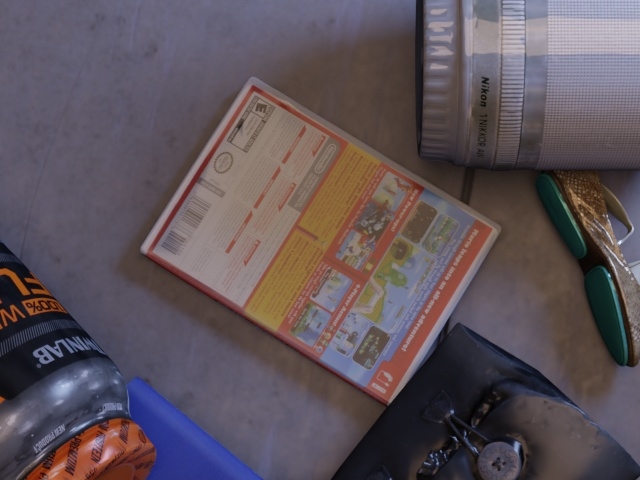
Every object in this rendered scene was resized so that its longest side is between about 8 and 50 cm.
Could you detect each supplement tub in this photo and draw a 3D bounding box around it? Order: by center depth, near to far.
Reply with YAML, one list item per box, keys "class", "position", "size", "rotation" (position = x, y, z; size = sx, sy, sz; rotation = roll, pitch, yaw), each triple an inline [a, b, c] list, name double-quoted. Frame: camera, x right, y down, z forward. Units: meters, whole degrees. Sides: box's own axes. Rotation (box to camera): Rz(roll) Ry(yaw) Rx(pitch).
- class: "supplement tub"
  position: [-0.312, 0.117, 1.430]
  size: [0.207, 0.207, 0.338]
  rotation: [-44, 74, -5]

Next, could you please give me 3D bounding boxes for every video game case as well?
- class: "video game case"
  position: [0.000, 0.000, 1.555]
  size: [0.285, 0.025, 0.204]
  rotation: [32, 83, 6]

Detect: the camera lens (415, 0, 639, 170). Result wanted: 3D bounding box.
- class: "camera lens"
  position: [0.226, -0.173, 1.478]
  size: [0.274, 0.219, 0.220]
  rotation: [0, 81, 1]

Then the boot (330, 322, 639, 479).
- class: "boot"
  position: [0.126, 0.347, 1.433]
  size: [0.367, 0.146, 0.445]
  rotation: [40, 81, 14]

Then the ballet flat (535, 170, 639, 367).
- class: "ballet flat"
  position: [0.272, 0.015, 1.528]
  size: [0.067, 0.073, 0.206]
  rotation: [-20, 85, -16]

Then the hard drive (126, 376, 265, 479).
- class: "hard drive"
  position: [-0.121, 0.289, 1.436]
  size: [0.318, 0.040, 0.210]
  rotation: [34, 83, 33]
